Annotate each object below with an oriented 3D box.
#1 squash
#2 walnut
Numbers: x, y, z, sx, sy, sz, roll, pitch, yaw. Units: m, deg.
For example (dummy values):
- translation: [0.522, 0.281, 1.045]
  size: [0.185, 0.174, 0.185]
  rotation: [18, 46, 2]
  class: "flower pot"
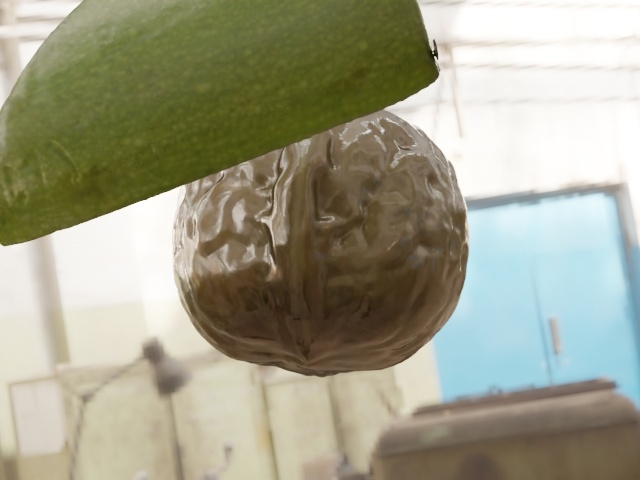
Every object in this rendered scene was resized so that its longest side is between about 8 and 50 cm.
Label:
- translation: [-0.080, -0.129, 0.950]
  size: [0.288, 0.111, 0.203]
  rotation: [-19, 30, 5]
  class: "squash"
- translation: [0.000, 0.001, 1.248]
  size: [0.248, 0.248, 0.248]
  rotation: [-9, -5, -1]
  class: "walnut"
